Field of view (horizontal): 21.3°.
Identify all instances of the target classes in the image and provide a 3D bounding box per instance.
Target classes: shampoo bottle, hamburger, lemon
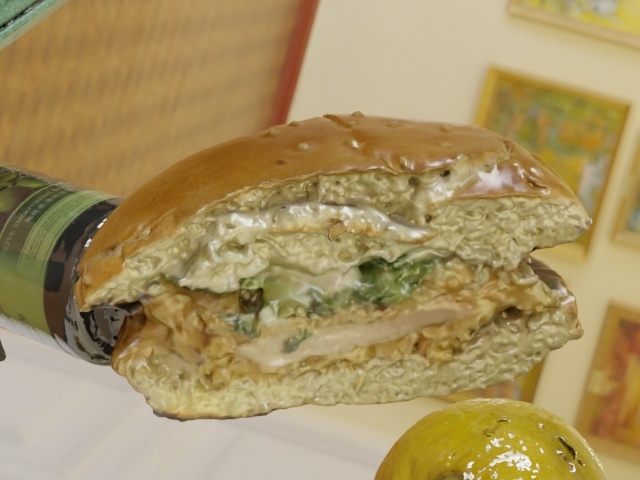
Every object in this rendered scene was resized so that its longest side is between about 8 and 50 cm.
[{"bbox_3d":[-0.216,-0.003,1.091,0.101,0.284,0.101,-21,119,-45],"label":"shampoo bottle"},{"bbox_3d":[0.000,0.000,0.967,0.156,0.283,0.144,-107,-166,-58],"label":"hamburger"},{"bbox_3d":[0.158,0.258,1.592,0.253,0.228,0.228,-153,-101,-85],"label":"lemon"}]

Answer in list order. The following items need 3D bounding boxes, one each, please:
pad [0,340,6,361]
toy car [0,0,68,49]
[{"bbox_3d":[-0.304,0.029,1.295,0.003,0.112,0.157,-52,-136,26],"label":"pad"},{"bbox_3d":[-0.226,-0.178,1.033,0.097,0.141,0.321,-38,-174,45],"label":"toy car"}]
